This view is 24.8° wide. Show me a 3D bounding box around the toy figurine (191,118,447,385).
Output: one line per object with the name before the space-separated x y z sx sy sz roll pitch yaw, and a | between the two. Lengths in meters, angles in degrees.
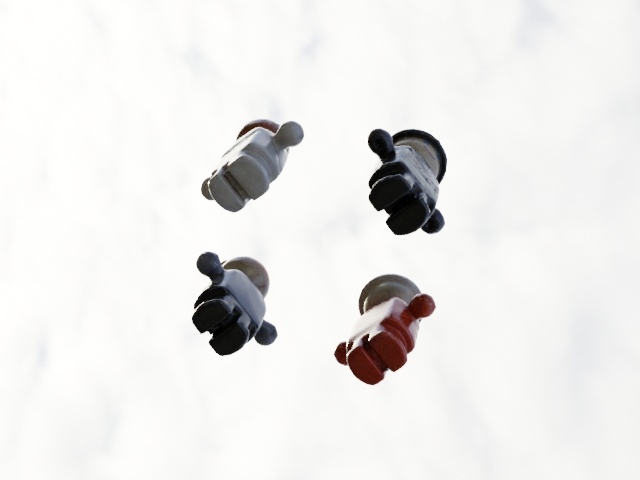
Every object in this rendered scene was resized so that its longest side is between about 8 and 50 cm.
toy figurine | 0.000 0.000 1.237 0.148 0.209 0.213 -66 163 -68
